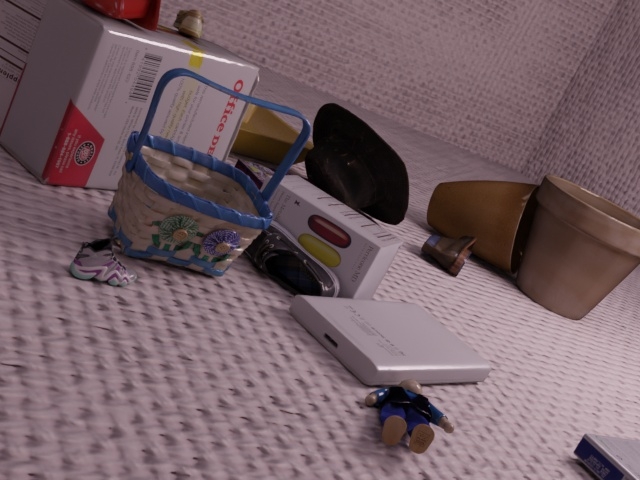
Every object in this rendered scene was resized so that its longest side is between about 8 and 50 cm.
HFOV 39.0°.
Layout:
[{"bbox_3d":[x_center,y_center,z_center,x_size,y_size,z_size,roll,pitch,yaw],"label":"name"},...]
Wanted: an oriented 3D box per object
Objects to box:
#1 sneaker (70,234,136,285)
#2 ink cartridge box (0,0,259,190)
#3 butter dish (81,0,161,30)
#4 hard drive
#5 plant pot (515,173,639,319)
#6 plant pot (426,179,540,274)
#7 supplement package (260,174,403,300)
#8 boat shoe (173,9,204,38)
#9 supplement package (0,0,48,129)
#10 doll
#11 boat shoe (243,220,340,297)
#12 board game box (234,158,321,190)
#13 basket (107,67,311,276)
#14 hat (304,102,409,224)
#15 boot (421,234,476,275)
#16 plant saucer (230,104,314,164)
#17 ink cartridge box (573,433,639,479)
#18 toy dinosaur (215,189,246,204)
[{"bbox_3d":[-0.284,0.023,1.227,0.098,0.069,0.038,10,23,-44],"label":"sneaker"},{"bbox_3d":[-0.326,-0.239,1.598,0.160,0.279,0.384,35,18,32],"label":"ink cartridge box"},{"bbox_3d":[-0.335,-0.414,1.412,0.160,0.160,0.118,32,41,19],"label":"butter dish"},{"bbox_3d":[0.119,0.162,1.476,0.307,0.040,0.203,9,24,-47],"label":"hard drive"},{"bbox_3d":[0.634,0.030,2.249,0.323,0.280,0.323,24,17,-8],"label":"plant pot"},{"bbox_3d":[0.416,-0.062,2.352,0.254,0.237,0.237,18,12,24],"label":"plant pot"},{"bbox_3d":[0.000,0.000,1.612,0.244,0.139,0.134,32,16,17],"label":"supplement package"},{"bbox_3d":[-0.239,-0.407,1.673,0.056,0.048,0.153,19,13,-13],"label":"boat shoe"},{"bbox_3d":[-0.507,-0.351,1.626,0.175,0.293,0.177,31,17,17],"label":"supplement package"},{"bbox_3d":[0.124,0.237,1.243,0.129,0.046,0.189,18,10,2],"label":"doll"},{"bbox_3d":[-0.072,0.033,1.527,0.228,0.080,0.076,39,18,15],"label":"boat shoe"},{"bbox_3d":[-0.030,-0.062,1.929,0.208,0.056,0.347,18,18,-41],"label":"board game box"},{"bbox_3d":[-0.174,-0.099,1.376,0.255,0.289,0.201,15,20,-33],"label":"basket"},{"bbox_3d":[0.053,-0.150,2.102,0.134,0.331,0.331,-34,53,-27],"label":"hat"},{"bbox_3d":[0.307,0.009,2.163,0.106,0.082,0.219,31,18,5],"label":"boot"},{"bbox_3d":[-0.214,-0.293,2.284,0.333,0.081,0.333,12,22,-43],"label":"plant saucer"},{"bbox_3d":[0.537,0.391,1.411,0.224,0.045,0.223,14,21,-40],"label":"ink cartridge box"},{"bbox_3d":[-0.180,-0.063,1.584,0.118,0.064,0.268,-18,8,-15],"label":"toy dinosaur"}]
